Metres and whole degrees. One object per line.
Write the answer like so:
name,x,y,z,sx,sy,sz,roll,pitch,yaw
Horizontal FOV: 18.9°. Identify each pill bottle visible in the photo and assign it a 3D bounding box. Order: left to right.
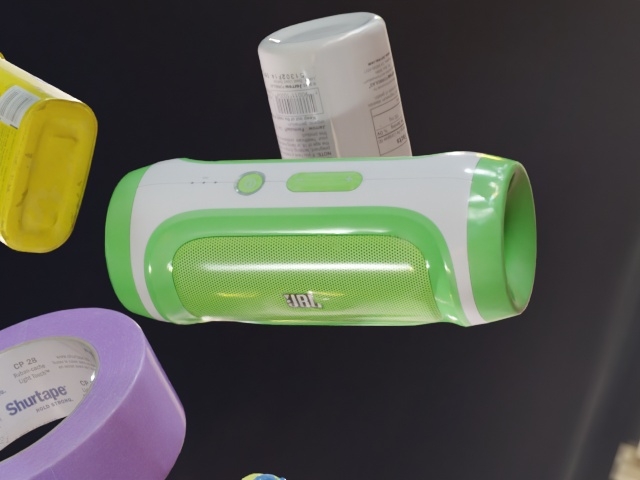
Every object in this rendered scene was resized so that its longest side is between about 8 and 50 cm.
pill bottle,0.023,-0.104,1.939,0.131,0.131,0.229,-52,-47,-66

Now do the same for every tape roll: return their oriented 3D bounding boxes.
tape roll,-0.258,0.176,1.673,0.090,0.275,0.275,65,-149,-27

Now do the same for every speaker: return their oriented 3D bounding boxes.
speaker,0.000,0.000,1.394,0.131,0.296,0.131,-1,-90,-71

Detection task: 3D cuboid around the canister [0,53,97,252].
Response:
canister,-0.245,-0.073,1.453,0.073,0.170,0.126,5,-74,-40

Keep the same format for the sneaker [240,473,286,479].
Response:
sneaker,-0.017,0.308,1.672,0.091,0.240,0.126,-26,-17,-17
